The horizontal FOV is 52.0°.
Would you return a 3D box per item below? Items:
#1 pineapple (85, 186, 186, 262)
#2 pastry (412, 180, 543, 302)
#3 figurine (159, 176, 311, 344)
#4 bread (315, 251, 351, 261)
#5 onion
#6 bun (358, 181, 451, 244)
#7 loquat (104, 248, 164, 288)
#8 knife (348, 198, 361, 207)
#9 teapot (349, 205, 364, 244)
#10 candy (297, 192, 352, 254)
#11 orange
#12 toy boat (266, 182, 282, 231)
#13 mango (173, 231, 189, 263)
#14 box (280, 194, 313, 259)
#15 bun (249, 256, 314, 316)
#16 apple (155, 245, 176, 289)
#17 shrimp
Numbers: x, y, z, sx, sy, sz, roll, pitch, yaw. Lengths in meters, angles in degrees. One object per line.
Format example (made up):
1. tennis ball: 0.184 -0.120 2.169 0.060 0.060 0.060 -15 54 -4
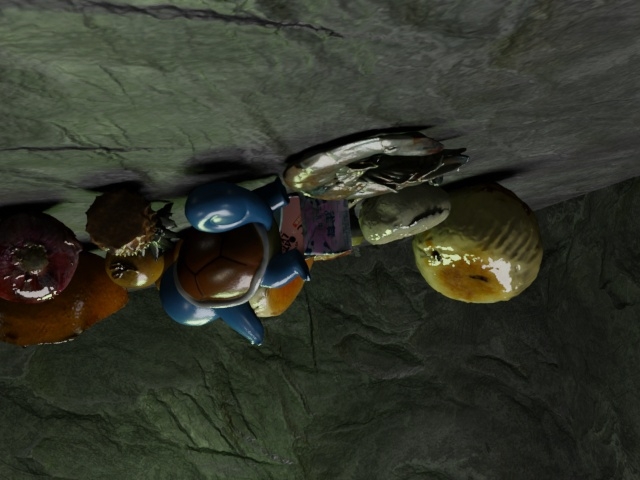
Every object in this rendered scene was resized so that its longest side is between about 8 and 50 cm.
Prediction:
1. pineapple: -0.318 -0.028 1.165 0.130 0.119 0.277 -56 179 -4
2. pastry: 0.467 -0.005 1.942 0.388 0.388 0.313 -17 -148 46
3. figurine: -0.154 0.031 1.215 0.243 0.298 0.416 -10 153 -28
4. bread: 0.012 -0.003 2.092 0.190 0.123 0.244 -15 175 12
5. onion: -0.497 0.028 1.111 0.159 0.159 0.195 -9 -177 -32
6. bun: 0.197 -0.079 1.592 0.239 0.141 0.239 -18 173 -2
7. loquat: -0.435 0.048 1.542 0.141 0.141 0.141 -12 175 -1
8. knife: 0.056 -0.072 1.598 0.089 0.043 0.365 -59 -169 -27
9. teapot: 0.065 -0.041 1.810 0.130 0.119 0.165 -11 177 15
10. candy: 0.008 -0.048 1.393 0.092 0.160 0.073 -8 176 42
11. orange: -0.622 0.144 1.563 0.274 0.274 0.310 -17 -144 47
12. toy boat: -0.092 -0.050 1.324 0.034 0.122 0.096 -7 173 -27
13. mango: -0.301 0.043 1.713 0.126 0.154 0.252 -32 -174 -33
14. box: -0.060 -0.032 1.532 0.151 0.151 0.135 -12 -176 -3
15. bun: -0.145 0.062 1.804 0.164 0.299 0.299 21 -173 20
16. apple: -0.377 0.100 1.941 0.210 0.173 0.235 28 -176 -1
17. shrimp: 0.112 -0.137 1.167 0.360 0.085 0.247 -7 167 -16
